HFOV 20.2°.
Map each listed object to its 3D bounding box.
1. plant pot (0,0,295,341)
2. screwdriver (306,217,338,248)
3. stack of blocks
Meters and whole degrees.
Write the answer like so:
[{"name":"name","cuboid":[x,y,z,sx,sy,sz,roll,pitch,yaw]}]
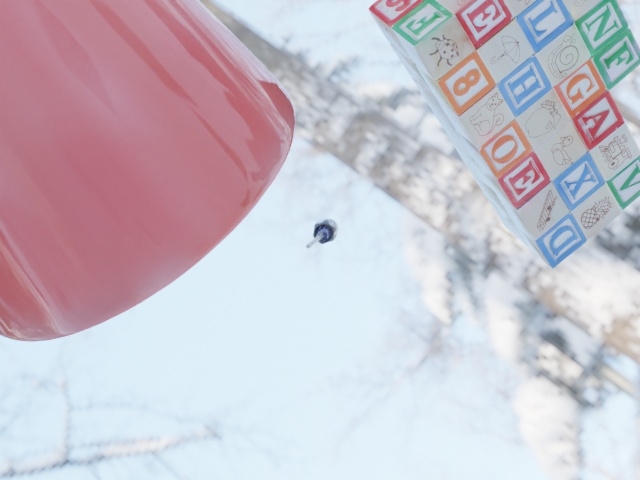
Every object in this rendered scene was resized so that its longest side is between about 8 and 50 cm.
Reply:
[{"name":"plant pot","cuboid":[-0.191,-0.110,1.214,0.275,0.275,0.243,-43,-61,-14]},{"name":"screwdriver","cuboid":[0.000,0.000,1.669,0.024,0.025,0.170,-18,8,8]},{"name":"stack of blocks","cuboid":[0.190,-0.137,1.579,0.171,0.087,0.297,-39,-51,-4]}]
